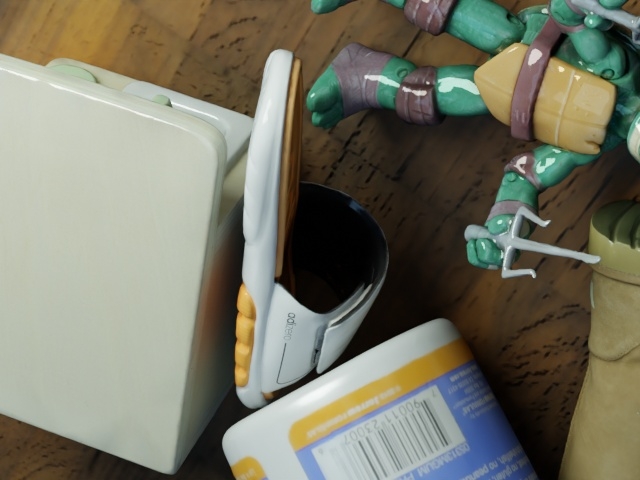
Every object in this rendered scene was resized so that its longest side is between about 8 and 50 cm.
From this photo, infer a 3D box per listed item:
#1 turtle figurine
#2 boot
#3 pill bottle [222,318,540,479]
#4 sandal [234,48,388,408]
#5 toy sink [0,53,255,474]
[{"bbox_3d":[0.108,-0.072,0.931,0.234,0.118,0.175,23,116,23],"label":"turtle figurine"},{"bbox_3d":[0.242,0.122,1.004,0.236,0.089,0.269,15,121,28],"label":"boot"},{"bbox_3d":[0.070,0.194,1.020,0.152,0.152,0.272,-31,84,31],"label":"pill bottle"},{"bbox_3d":[-0.002,0.008,0.986,0.076,0.102,0.265,9,144,3],"label":"sandal"},{"bbox_3d":[-0.115,-0.012,1.038,0.153,0.131,0.234,18,126,11],"label":"toy sink"}]
